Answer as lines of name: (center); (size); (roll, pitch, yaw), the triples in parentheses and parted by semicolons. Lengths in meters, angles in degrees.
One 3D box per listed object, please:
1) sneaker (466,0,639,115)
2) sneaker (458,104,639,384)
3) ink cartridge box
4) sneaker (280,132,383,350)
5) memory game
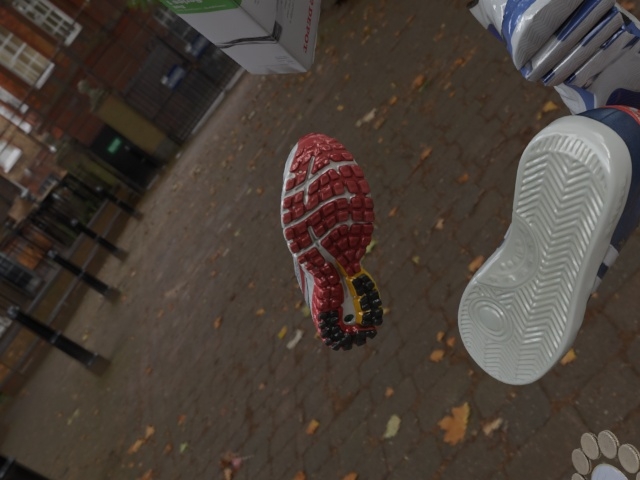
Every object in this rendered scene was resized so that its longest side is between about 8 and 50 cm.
sneaker: (0.269, -0.238, 0.774); (0.127, 0.316, 0.182); (-43, 53, 26)
sneaker: (0.258, 0.013, 0.746); (0.148, 0.131, 0.350); (-30, -33, -35)
ink cartridge box: (-0.087, -0.308, 0.817); (0.093, 0.219, 0.160); (3, 79, 26)
sneaker: (0.000, 0.000, 0.690); (0.088, 0.225, 0.092); (-15, 33, -14)
memory game: (0.398, 0.346, 0.942); (0.186, 0.012, 0.186); (172, 90, -72)
